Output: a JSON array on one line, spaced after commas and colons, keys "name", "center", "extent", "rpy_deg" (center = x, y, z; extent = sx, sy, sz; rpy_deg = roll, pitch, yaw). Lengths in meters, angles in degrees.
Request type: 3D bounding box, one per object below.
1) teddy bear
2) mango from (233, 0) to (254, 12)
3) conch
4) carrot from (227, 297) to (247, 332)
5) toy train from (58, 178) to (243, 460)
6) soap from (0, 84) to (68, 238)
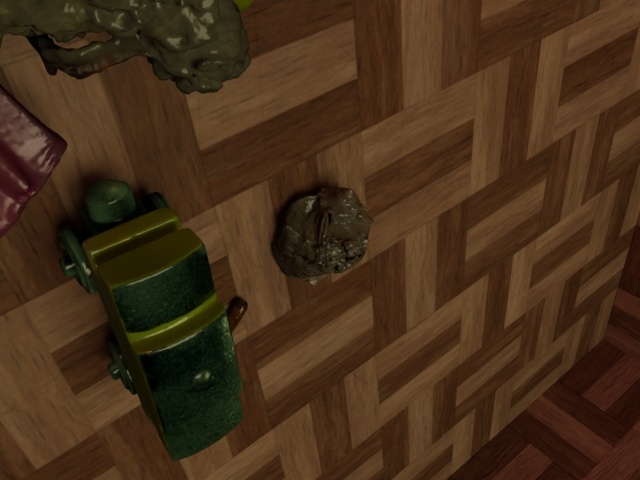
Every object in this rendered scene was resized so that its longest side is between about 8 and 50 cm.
[{"name": "teddy bear", "center": [-0.262, -0.313, 0.577], "extent": [0.357, 0.367, 0.224], "rpy_deg": [-15, 157, -27]}, {"name": "mango", "center": [-0.119, -0.406, 0.741], "extent": [0.185, 0.149, 0.273], "rpy_deg": [-51, 157, -72]}, {"name": "conch", "center": [0.000, 0.000, 1.203], "extent": [0.178, 0.163, 0.245], "rpy_deg": [14, 129, -15]}, {"name": "carrot", "center": [-0.170, 0.153, 1.202], "extent": [0.032, 0.032, 0.093], "rpy_deg": [14, 112, -48]}, {"name": "toy train", "center": [-0.238, 0.129, 0.932], "extent": [0.179, 0.272, 0.442], "rpy_deg": [-26, 133, -25]}, {"name": "soap", "center": [-0.462, -0.136, 0.638], "extent": [0.233, 0.128, 0.359], "rpy_deg": [-45, 139, -8]}]
